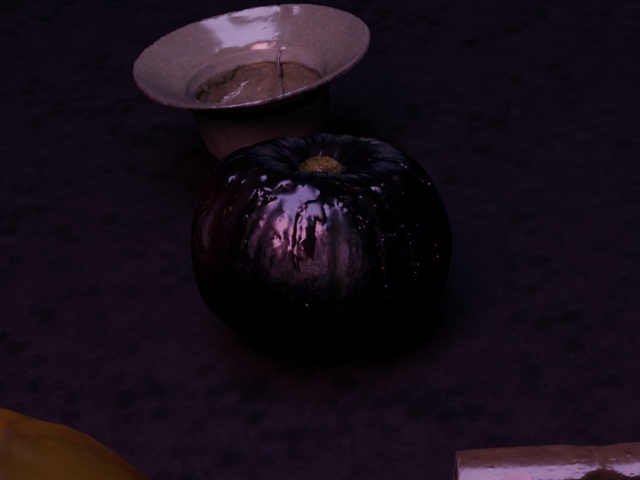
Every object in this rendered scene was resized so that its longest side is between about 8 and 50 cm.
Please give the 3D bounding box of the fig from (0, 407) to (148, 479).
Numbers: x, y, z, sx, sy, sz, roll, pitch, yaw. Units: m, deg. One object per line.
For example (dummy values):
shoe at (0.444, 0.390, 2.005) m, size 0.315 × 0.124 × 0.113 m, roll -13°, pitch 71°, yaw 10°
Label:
fig at (-0.189, 0.263, 0.698) m, size 0.343 × 0.343 × 0.343 m, roll -7°, pitch 31°, yaw 4°

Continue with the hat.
hat at (-0.066, -0.147, 1.515) m, size 0.257 × 0.130 × 0.257 m, roll -7°, pitch 31°, yaw 4°

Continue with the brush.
brush at (0.220, 0.156, 1.034) m, size 0.247 × 0.036 × 0.043 m, roll -4°, pitch 28°, yaw 9°

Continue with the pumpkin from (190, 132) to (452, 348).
pumpkin at (0.000, 0.000, 1.226) m, size 0.233 × 0.163 × 0.233 m, roll 0°, pitch 24°, yaw 0°

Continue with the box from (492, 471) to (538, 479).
box at (0.130, 0.232, 0.844) m, size 0.051 × 0.130 × 0.129 m, roll -13°, pitch 31°, yaw -4°
